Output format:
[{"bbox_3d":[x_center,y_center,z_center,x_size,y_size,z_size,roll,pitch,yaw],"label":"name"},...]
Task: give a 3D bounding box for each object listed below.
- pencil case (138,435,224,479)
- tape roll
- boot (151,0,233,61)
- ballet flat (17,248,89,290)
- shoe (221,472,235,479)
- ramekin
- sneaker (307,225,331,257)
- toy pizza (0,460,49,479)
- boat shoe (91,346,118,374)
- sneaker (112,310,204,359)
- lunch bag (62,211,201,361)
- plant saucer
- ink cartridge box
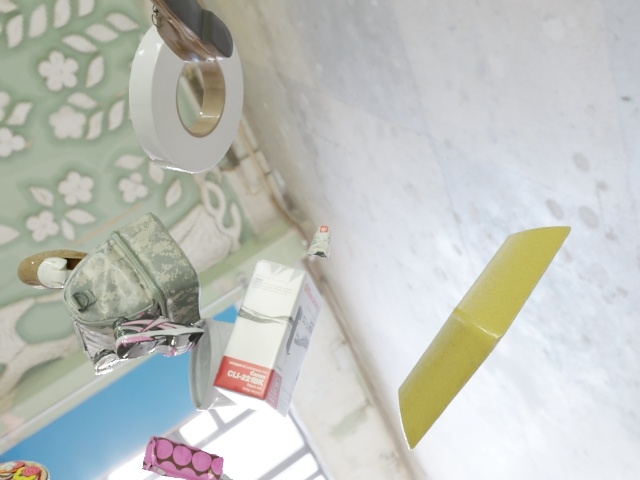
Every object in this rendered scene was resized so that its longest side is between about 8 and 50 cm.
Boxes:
[{"bbox_3d":[-0.340,0.561,1.887,0.209,0.095,0.098,20,-172,-20],"label":"pencil case"},{"bbox_3d":[-0.323,-0.362,1.881,0.072,0.392,0.392,10,141,25],"label":"tape roll"},{"bbox_3d":[-0.301,-0.452,1.502,0.305,0.115,0.112,45,-136,-53],"label":"boot"},{"bbox_3d":[-0.645,0.091,2.037,0.124,0.342,0.116,-136,52,-77],"label":"ballet flat"},{"bbox_3d":[-0.280,0.711,2.188,0.178,0.063,0.081,13,135,51],"label":"shoe"},{"bbox_3d":[-0.223,0.282,1.719,0.207,0.109,0.207,-174,90,-68],"label":"ramekin"},{"bbox_3d":[0.000,0.000,1.995,0.161,0.057,0.075,-71,-11,-82],"label":"sneaker"},{"bbox_3d":[-0.759,0.582,1.821,0.201,0.201,0.032,-148,52,-60],"label":"toy pizza"},{"bbox_3d":[-0.417,0.226,1.456,0.038,0.046,0.125,70,156,15],"label":"boat shoe"},{"bbox_3d":[-0.292,0.159,1.361,0.178,0.072,0.077,6,-136,-48],"label":"sneaker"},{"bbox_3d":[-0.405,0.125,1.594,0.212,0.256,0.305,53,158,14],"label":"lunch bag"},{"bbox_3d":[0.251,0.141,1.249,0.081,0.333,0.333,35,135,12],"label":"plant saucer"},{"bbox_3d":[-0.099,0.202,1.550,0.114,0.273,0.197,12,160,16],"label":"ink cartridge box"}]
